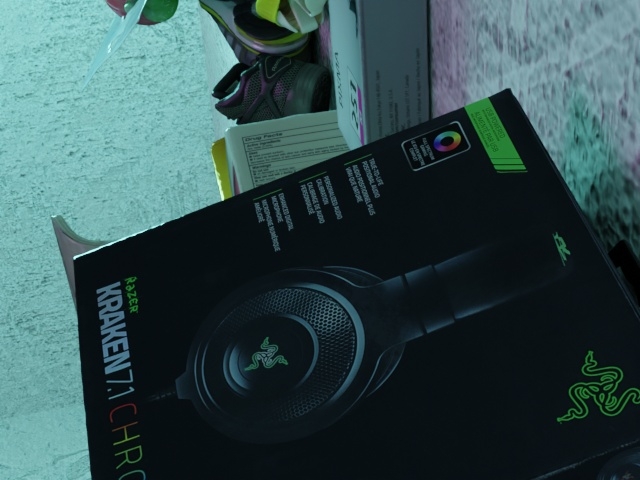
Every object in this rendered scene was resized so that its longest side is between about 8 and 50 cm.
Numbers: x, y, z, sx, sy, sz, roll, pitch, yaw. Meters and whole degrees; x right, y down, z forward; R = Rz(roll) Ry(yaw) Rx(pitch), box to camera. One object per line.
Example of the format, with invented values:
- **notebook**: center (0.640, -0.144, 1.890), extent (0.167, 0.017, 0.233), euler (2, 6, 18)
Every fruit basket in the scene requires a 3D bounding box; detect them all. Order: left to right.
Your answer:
- **fruit basket**: center (-0.208, -0.386, 1.684), extent (0.327, 0.166, 0.353), euler (-24, 47, 64)

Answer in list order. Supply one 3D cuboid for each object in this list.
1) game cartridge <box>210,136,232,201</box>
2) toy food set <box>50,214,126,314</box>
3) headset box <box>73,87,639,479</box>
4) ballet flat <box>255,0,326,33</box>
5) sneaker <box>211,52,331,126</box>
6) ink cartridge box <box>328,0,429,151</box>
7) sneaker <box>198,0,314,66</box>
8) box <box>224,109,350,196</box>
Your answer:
- **game cartridge**: center (-0.055, 0.044, 1.697), extent (0.323, 0.053, 0.285), euler (65, -174, -46)
- **toy food set**: center (-0.051, 0.050, 1.040), extent (0.092, 0.306, 0.219), euler (-107, 9, -55)
- **headset box**: center (0.036, 0.079, 0.635), extent (0.246, 0.283, 0.131), euler (-107, -5, -47)
- **ballet flat**: center (-0.023, -0.271, 1.357), extent (0.077, 0.077, 0.231), euler (62, 167, 9)
- **sneaker**: center (-0.060, -0.138, 1.504), extent (0.087, 0.130, 0.227), euler (-56, -19, -34)
- **ink cartridge box**: center (0.033, -0.218, 1.048), extent (0.239, 0.060, 0.275), euler (-114, 16, -56)
- **sneaker**: center (-0.085, -0.266, 1.603), extent (0.300, 0.111, 0.121), euler (-122, 18, -58)
- **box**: center (0.000, 0.000, 1.214), extent (0.126, 0.149, 0.232), euler (89, 169, -51)
